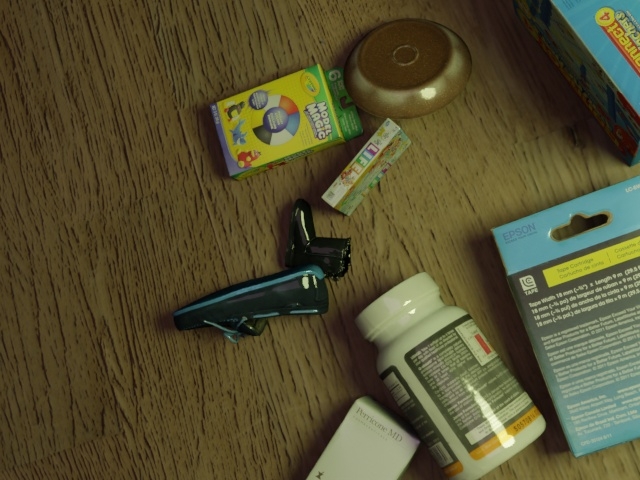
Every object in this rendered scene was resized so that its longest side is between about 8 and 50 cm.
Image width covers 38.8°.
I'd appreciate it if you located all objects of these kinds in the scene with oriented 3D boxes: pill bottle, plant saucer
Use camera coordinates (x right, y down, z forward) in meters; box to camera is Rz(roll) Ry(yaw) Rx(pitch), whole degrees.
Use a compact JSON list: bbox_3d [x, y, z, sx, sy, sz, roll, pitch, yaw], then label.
[{"bbox_3d":[0.179,0.193,1.295,0.162,0.162,0.278,-36,77,9],"label":"pill bottle"},{"bbox_3d":[0.130,-0.272,1.381,0.199,0.036,0.198,-5,58,8],"label":"plant saucer"}]

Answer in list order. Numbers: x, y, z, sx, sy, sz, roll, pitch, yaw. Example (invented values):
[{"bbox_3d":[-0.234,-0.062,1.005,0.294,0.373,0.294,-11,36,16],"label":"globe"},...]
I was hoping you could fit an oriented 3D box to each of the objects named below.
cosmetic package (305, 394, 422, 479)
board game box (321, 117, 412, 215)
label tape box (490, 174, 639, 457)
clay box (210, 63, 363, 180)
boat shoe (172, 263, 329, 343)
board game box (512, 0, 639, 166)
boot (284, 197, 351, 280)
[{"bbox_3d":[0.048,0.358,1.356,0.117,0.085,0.231,31,94,16],"label":"cosmetic package"},{"bbox_3d":[0.072,-0.109,1.386,0.026,0.103,0.154,42,96,15],"label":"board game box"},{"bbox_3d":[0.409,0.104,1.271,0.241,0.106,0.333,-20,79,12],"label":"label tape box"},{"bbox_3d":[-0.055,-0.193,1.455,0.222,0.053,0.127,-19,80,13],"label":"clay box"},{"bbox_3d":[-0.111,0.112,1.408,0.258,0.109,0.089,-16,98,24],"label":"boat shoe"},{"bbox_3d":[0.371,-0.267,1.218,0.086,0.302,0.308,-35,76,10],"label":"board game box"},{"bbox_3d":[0.000,0.000,1.425,0.099,0.045,0.121,10,94,18],"label":"boot"}]
